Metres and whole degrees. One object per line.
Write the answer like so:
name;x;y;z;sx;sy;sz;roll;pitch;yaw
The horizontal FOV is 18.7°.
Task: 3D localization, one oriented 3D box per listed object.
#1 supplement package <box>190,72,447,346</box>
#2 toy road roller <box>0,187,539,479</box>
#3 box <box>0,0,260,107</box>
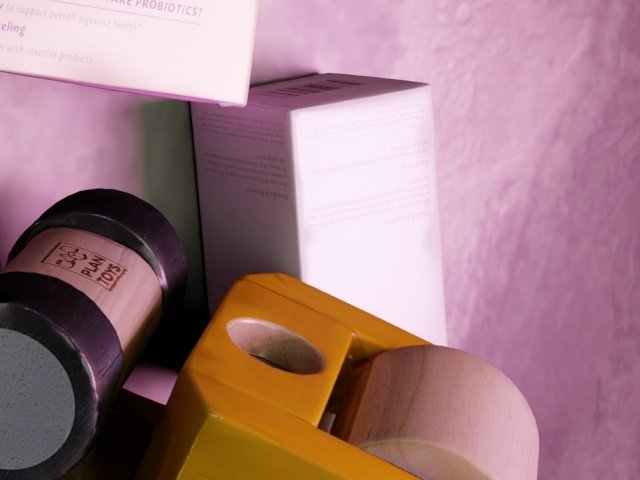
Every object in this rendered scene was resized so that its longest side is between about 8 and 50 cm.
supplement package;0.000;0.000;1.131;0.105;0.105;0.179;-13;105;-35
toy road roller;-0.071;0.141;0.997;0.329;0.202;0.241;22;110;1
box;-0.138;-0.202;0.985;0.213;0.117;0.243;4;96;-37
